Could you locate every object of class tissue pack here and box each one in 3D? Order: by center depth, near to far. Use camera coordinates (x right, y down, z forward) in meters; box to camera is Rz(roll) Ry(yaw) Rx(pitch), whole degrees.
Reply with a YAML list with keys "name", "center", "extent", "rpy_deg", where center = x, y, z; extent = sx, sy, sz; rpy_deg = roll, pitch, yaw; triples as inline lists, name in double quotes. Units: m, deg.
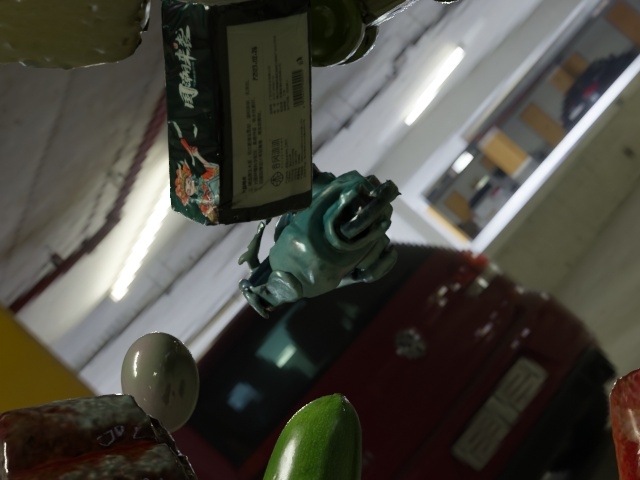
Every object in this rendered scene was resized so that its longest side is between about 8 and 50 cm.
- name: "tissue pack"
  center: [-0.061, -0.102, 0.930]
  extent: [0.103, 0.090, 0.170]
  rpy_deg: [-17, -65, -40]

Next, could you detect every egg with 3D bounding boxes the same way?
- name: "egg"
  center: [-0.211, 0.188, 1.638]
  extent: [0.103, 0.135, 0.103]
  rpy_deg: [-9, -2, 0]

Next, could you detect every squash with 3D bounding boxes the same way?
- name: "squash"
  center: [-0.020, 0.346, 1.228]
  extent: [0.107, 0.107, 0.394]
  rpy_deg: [104, 171, -80]

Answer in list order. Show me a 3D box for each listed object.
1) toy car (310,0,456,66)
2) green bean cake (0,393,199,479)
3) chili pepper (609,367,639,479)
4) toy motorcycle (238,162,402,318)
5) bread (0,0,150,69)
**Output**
- name: "toy car"
  center: [0.021, -0.276, 1.070]
  extent: [0.235, 0.235, 0.145]
  rpy_deg: [-49, -1, 12]
- name: "green bean cake"
  center: [-0.088, 0.199, 0.574]
  extent: [0.097, 0.232, 0.198]
  rpy_deg: [-9, -56, -25]
- name: "chili pepper"
  center: [0.446, 0.273, 1.426]
  extent: [0.229, 0.251, 0.305]
  rpy_deg: [118, 150, -53]
- name: "toy motorcycle"
  center: [0.000, 0.000, 1.387]
  extent: [0.206, 0.154, 0.260]
  rpy_deg: [-40, 6, 2]
- name: "bread"
  center: [-0.228, -0.217, 0.914]
  extent: [0.279, 0.249, 0.315]
  rpy_deg: [-116, 21, -56]
